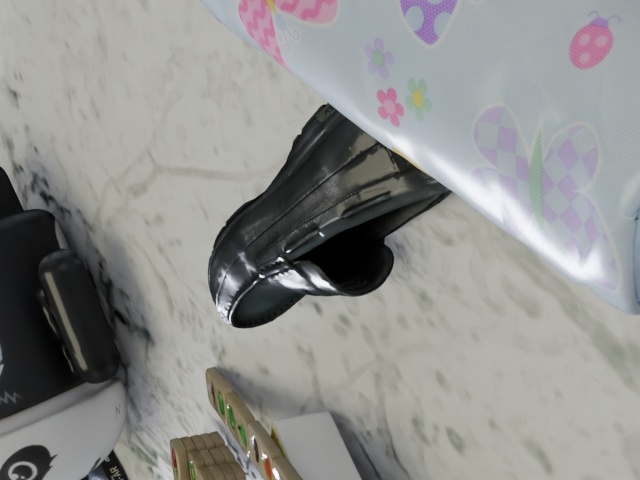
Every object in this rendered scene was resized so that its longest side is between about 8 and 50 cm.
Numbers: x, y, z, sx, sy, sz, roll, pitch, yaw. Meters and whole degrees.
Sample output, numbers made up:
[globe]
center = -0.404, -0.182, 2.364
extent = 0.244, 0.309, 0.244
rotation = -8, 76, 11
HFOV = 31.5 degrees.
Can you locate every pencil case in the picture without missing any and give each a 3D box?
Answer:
[pencil case]
center = 0.060, -0.087, 0.449
extent = 0.273, 0.113, 0.124
rotation = 38, 127, 35

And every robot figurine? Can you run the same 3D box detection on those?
[robot figurine]
center = -0.273, 0.081, 0.948
extent = 0.278, 0.173, 0.209
rotation = 68, 164, -2

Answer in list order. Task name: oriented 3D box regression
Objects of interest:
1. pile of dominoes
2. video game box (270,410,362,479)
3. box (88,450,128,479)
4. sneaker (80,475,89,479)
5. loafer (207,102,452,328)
[pile of dominoes]
center = -0.055, 0.211, 0.767
extent = 0.251, 0.040, 0.196
rotation = -147, 51, -68
[video game box]
center = 0.013, 0.244, 0.713
extent = 0.205, 0.048, 0.187
rotation = -119, 24, -47
[box]
center = -0.206, 0.240, 1.091
extent = 0.067, 0.018, 0.083
rotation = 60, 145, 10
[sneaker]
center = -0.304, 0.178, 1.111
extent = 0.146, 0.122, 0.331
rotation = 163, 92, -77
[loafer]
center = 0.000, 0.000, 0.614
extent = 0.223, 0.076, 0.078
rotation = -49, 62, 50
